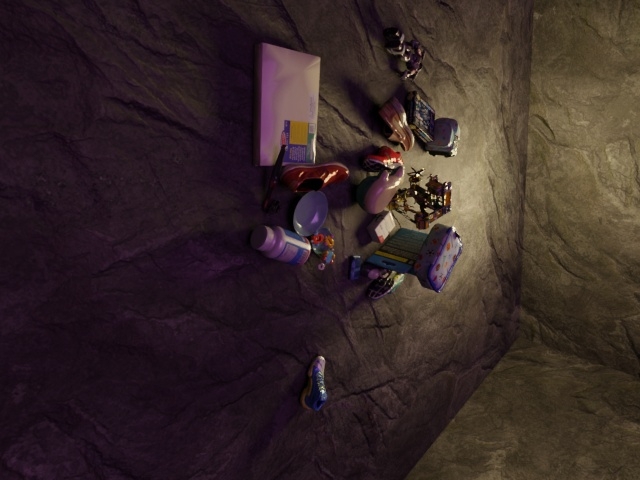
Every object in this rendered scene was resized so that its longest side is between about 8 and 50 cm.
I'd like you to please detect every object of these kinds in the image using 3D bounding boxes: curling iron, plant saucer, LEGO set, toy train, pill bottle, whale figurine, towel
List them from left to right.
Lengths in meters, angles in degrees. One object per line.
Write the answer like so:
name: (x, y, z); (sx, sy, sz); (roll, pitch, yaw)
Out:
curling iron: (-0.160, -0.218, 1.564); (0.068, 0.035, 0.274); (-5, 120, -34)
pill bottle: (-0.152, 0.015, 1.620); (0.221, 0.124, 0.124); (24, 84, -46)
plant saucer: (-0.049, -0.114, 1.738); (0.194, 0.037, 0.195); (-27, 129, -39)
plant saucer: (0.000, 0.000, 1.843); (0.119, 0.021, 0.120); (-14, 110, -43)
toy train: (0.003, 0.033, 1.809); (0.125, 0.046, 0.167); (-24, 114, -38)
towel: (0.166, 0.128, 2.042); (0.067, 0.029, 0.120); (-5, 104, -45)
whale figurine: (0.270, -0.246, 1.955); (0.272, 0.141, 0.216); (-42, 148, -23)
LEGO set: (0.458, -0.224, 2.020); (0.254, 0.331, 0.192); (-23, 130, -13)

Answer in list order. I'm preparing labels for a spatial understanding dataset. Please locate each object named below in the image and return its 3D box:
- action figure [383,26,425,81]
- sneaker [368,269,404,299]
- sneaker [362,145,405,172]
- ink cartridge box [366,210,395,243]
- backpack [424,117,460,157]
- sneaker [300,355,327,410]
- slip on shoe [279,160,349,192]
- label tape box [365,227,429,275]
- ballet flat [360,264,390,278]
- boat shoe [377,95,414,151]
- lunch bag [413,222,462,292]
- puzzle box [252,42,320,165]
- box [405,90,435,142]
action figure: (0.391, -0.851, 1.963); (0.285, 0.099, 0.186); (21, 79, -50)
sneaker: (0.352, 0.236, 2.213); (0.275, 0.107, 0.110); (-32, 131, -36)
sneaker: (0.286, -0.382, 1.997); (0.278, 0.107, 0.119); (-5, 86, -48)
ink cartridge box: (0.298, -0.069, 2.102); (0.135, 0.056, 0.099); (-49, 131, -24)
backpack: (0.641, -0.548, 2.242); (0.144, 0.165, 0.189); (31, 76, -55)
sneaker: (-0.004, 0.655, 1.942); (0.091, 0.126, 0.240); (18, 88, -47)
slip on shoe: (-0.011, -0.239, 1.679); (0.331, 0.123, 0.101); (-11, 64, -43)
label tape box: (0.420, 0.082, 2.137); (0.333, 0.240, 0.106); (-38, 127, -32)
ballet flat: (0.277, 0.159, 2.123); (0.203, 0.074, 0.074); (6, 96, -44)
boat shoe: (0.345, -0.526, 2.002); (0.116, 0.123, 0.324); (-33, 141, 6)
lunch bag: (0.567, 0.082, 2.031); (0.304, 0.114, 0.243); (-56, 136, -16)
puzzle box: (-0.124, -0.476, 1.566); (0.272, 0.052, 0.410); (-8, 107, -44)
box: (0.499, -0.610, 2.134); (0.220, 0.051, 0.175); (21, 70, -47)
